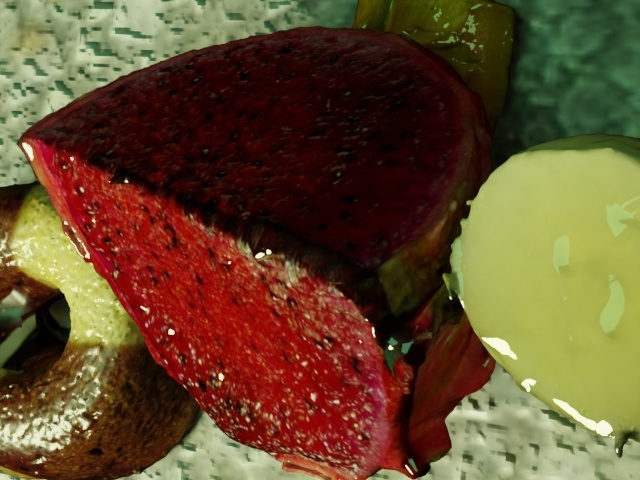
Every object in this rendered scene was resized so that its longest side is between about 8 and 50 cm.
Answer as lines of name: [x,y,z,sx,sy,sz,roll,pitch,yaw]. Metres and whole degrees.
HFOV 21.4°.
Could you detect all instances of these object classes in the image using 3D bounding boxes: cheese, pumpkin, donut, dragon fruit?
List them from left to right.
donut: [-0.145,0.045,0.872,0.184,0.073,0.166,13,91,32]
dragon fruit: [0.000,0.000,0.726,0.262,0.163,0.189,26,83,49]
pumpkin: [0.041,-0.090,0.778,0.101,0.035,0.073,23,97,35]
cheese: [0.136,0.017,0.627,0.123,0.167,0.094,39,109,31]
